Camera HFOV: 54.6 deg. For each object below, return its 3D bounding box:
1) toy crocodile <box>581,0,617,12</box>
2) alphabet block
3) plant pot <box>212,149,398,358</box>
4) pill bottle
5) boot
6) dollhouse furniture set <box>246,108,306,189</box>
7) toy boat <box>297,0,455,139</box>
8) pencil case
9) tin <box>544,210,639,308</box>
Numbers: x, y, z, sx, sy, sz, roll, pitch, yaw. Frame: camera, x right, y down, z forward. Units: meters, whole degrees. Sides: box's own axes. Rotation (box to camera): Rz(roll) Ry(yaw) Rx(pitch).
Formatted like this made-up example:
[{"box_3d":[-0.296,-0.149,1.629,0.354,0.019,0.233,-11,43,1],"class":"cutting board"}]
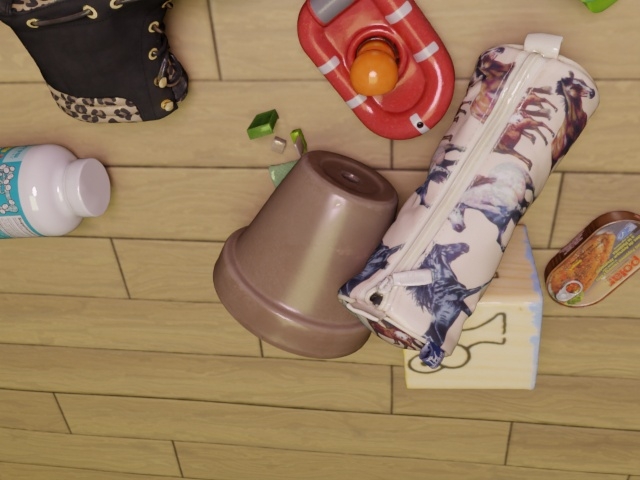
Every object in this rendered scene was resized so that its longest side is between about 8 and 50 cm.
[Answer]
[{"box_3d":[0.261,-0.361,0.623,0.105,0.115,0.340,-31,140,13],"class":"toy crocodile"},{"box_3d":[0.227,0.103,0.971,0.196,0.193,0.193,-1,123,10],"class":"alphabet block"},{"box_3d":[0.000,0.000,0.909,0.262,0.263,0.229,22,117,-7],"class":"plant pot"},{"box_3d":[-0.476,-0.077,0.985,0.263,0.146,0.146,-3,125,10],"class":"pill bottle"},{"box_3d":[-0.205,-0.285,0.762,0.377,0.138,0.284,-14,155,-7],"class":"boot"},{"box_3d":[-0.056,-0.118,0.941,0.076,0.059,0.152,-12,122,17],"class":"dollhouse furniture set"},{"box_3d":[0.072,-0.224,0.789,0.151,0.151,0.231,-31,115,27],"class":"toy boat"},{"box_3d":[0.184,-0.051,0.781,0.159,0.183,0.411,30,87,16],"class":"pencil case"},{"box_3d":[0.440,0.033,0.984,0.106,0.040,0.190,32,124,-9],"class":"tin"}]
